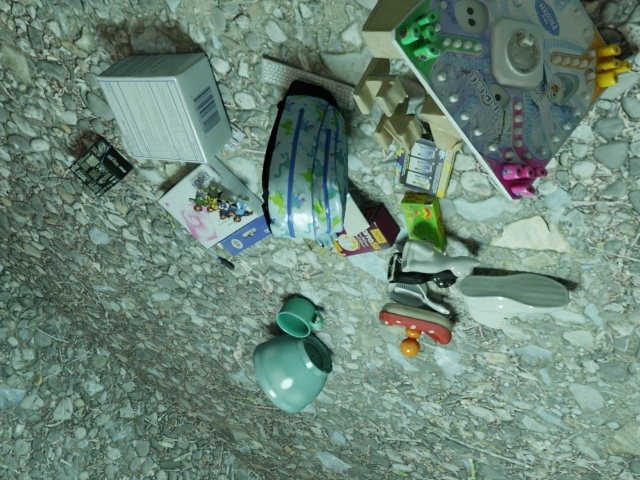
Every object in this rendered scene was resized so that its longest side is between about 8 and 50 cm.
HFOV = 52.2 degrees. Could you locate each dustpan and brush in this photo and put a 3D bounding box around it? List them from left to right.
[{"bbox_3d":[0.300,0.166,2.000,0.211,0.060,0.147,20,140,14],"label":"dustpan and brush"}]

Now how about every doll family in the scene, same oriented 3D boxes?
[{"bbox_3d":[-0.301,-0.106,1.994,0.193,0.076,0.111,24,133,1],"label":"doll family"}]

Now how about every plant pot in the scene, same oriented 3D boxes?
[{"bbox_3d":[-0.080,0.461,2.417,0.196,0.293,0.293,-36,110,21],"label":"plant pot"}]

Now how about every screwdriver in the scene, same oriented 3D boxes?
[{"bbox_3d":[-0.381,0.055,2.357,0.170,0.024,0.025,36,170,-2],"label":"screwdriver"}]

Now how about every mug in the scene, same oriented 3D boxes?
[{"bbox_3d":[-0.066,0.271,2.318,0.158,0.097,0.129,27,140,4],"label":"mug"}]

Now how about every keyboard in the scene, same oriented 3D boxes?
[{"bbox_3d":[-0.033,-0.397,1.659,0.256,0.014,0.072,22,140,13],"label":"keyboard"}]

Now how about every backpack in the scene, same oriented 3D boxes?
[{"bbox_3d":[-0.036,-0.167,1.628,0.273,0.355,0.290,18,142,10],"label":"backpack"}]

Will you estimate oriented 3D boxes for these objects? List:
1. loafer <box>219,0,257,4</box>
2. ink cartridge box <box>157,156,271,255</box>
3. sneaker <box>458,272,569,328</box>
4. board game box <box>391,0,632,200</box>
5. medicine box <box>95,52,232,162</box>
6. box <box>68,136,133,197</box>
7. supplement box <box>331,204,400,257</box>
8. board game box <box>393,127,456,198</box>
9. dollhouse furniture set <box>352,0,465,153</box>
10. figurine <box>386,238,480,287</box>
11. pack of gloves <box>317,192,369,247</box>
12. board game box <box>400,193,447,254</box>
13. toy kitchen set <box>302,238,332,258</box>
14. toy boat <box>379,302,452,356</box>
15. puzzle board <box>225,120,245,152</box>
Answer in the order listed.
[{"bbox_3d":[-0.181,-0.582,1.548,0.125,0.039,0.045,3,100,27],"label":"loafer"},{"bbox_3d":[-0.331,-0.089,2.137,0.330,0.071,0.324,46,139,-15],"label":"ink cartridge box"},{"bbox_3d":[0.548,0.177,1.835,0.292,0.108,0.169,5,146,27],"label":"sneaker"},{"bbox_3d":[0.364,-0.338,1.174,0.390,0.390,0.050,48,161,-20],"label":"board game box"},{"bbox_3d":[-0.431,-0.371,1.828,0.289,0.149,0.263,8,132,28],"label":"medicine box"},{"bbox_3d":[-0.751,-0.247,2.231,0.147,0.077,0.180,47,138,-18],"label":"box"},{"bbox_3d":[0.121,-0.025,1.898,0.188,0.081,0.104,-12,124,40],"label":"supplement box"},{"bbox_3d":[0.265,-0.200,1.647,0.141,0.048,0.170,18,139,13],"label":"board game box"},{"bbox_3d":[0.269,-0.376,1.349,0.362,0.256,0.394,14,157,35],"label":"dollhouse furniture set"},{"bbox_3d":[0.317,0.074,1.825,0.209,0.092,0.215,11,161,-9],"label":"figurine"},{"bbox_3d":[0.007,-0.095,1.854,0.195,0.046,0.232,-31,88,42],"label":"pack of gloves"},{"bbox_3d":[0.286,-0.043,1.801,0.092,0.043,0.181,5,134,29],"label":"board game box"},{"bbox_3d":[0.000,0.000,2.050,0.068,0.075,0.083,-44,144,14],"label":"toy kitchen set"},{"bbox_3d":[0.288,0.284,2.014,0.231,0.151,0.151,14,175,-10],"label":"toy boat"},{"bbox_3d":[-0.288,-0.320,1.908,0.128,0.011,0.096,37,141,-7],"label":"puzzle board"}]
